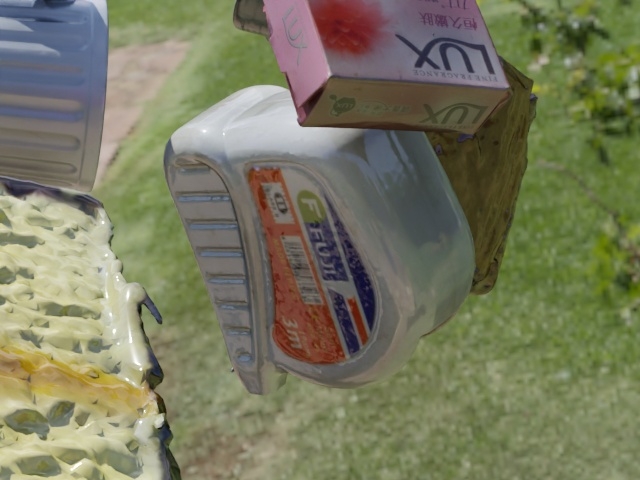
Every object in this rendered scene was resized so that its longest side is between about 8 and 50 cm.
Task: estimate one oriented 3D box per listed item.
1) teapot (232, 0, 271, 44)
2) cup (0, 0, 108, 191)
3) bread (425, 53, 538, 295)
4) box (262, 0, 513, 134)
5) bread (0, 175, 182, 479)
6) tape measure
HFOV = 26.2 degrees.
[{"bbox_3d":[0.023,-0.240,1.273,0.149,0.239,0.162,32,44,4],"label":"teapot"},{"bbox_3d":[-0.286,-0.158,1.177,0.202,0.221,0.167,4,-13,-14],"label":"cup"},{"bbox_3d":[0.084,-0.105,1.548,0.324,0.277,0.167,19,-6,-39],"label":"bread"},{"bbox_3d":[0.044,-0.132,0.948,0.156,0.111,0.060,-2,-30,-27],"label":"box"},{"bbox_3d":[-0.141,0.063,0.482,0.178,0.142,0.266,4,36,-19],"label":"bread"},{"bbox_3d":[0.000,0.000,1.147,0.265,0.258,0.130,0,27,40],"label":"tape measure"}]
